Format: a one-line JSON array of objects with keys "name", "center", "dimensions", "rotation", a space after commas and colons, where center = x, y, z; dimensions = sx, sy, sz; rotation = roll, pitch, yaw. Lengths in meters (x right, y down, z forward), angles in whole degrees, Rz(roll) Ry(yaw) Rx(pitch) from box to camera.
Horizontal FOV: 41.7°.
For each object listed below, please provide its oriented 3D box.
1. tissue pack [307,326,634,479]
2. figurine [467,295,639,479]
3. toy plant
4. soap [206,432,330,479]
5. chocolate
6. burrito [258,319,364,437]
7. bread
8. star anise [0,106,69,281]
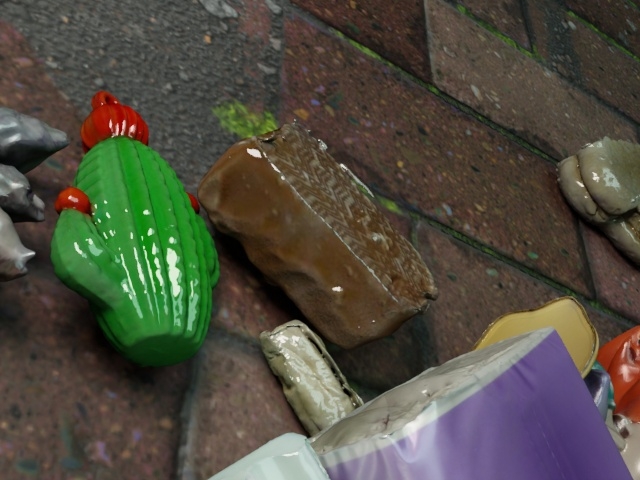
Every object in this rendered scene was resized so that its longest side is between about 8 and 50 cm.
[{"name": "tissue pack", "center": [0.136, 0.249, 0.583], "dimensions": [0.242, 0.160, 0.338], "rotation": [-20, 83, -49]}, {"name": "figurine", "center": [0.274, 0.174, 0.801], "dimensions": [0.257, 0.181, 0.208], "rotation": [39, 11, -21]}, {"name": "toy plant", "center": [-0.135, -0.011, 0.651], "dimensions": [0.154, 0.088, 0.240], "rotation": [44, 22, -29]}, {"name": "soap", "center": [-0.010, 0.256, 0.490], "dimensions": [0.094, 0.150, 0.261], "rotation": [-21, 74, -45]}, {"name": "chocolate", "center": [0.000, 0.000, 0.740], "dimensions": [0.214, 0.093, 0.148], "rotation": [50, 23, 1]}, {"name": "burrito", "center": [0.015, 0.147, 0.685], "dimensions": [0.058, 0.045, 0.188], "rotation": [-29, 81, -24]}, {"name": "bread", "center": [0.484, -0.053, 1.224], "dimensions": [0.337, 0.102, 0.183], "rotation": [-2, 60, -42]}, {"name": "star anise", "center": [-0.271, -0.061, 0.559], "dimensions": [0.229, 0.093, 0.236], "rotation": [-17, 69, -47]}]
